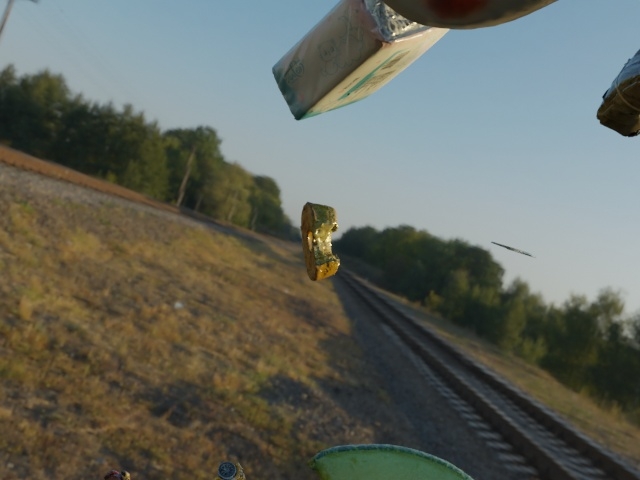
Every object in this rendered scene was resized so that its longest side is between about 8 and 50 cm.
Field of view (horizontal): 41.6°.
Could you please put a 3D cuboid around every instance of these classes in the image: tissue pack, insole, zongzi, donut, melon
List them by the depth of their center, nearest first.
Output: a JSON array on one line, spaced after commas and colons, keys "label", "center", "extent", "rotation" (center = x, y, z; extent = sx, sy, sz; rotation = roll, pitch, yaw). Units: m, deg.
[{"label": "donut", "center": [0.000, 0.000, 1.148], "extent": [0.043, 0.108, 0.097], "rotation": [-2, 9, -11]}, {"label": "zongzi", "center": [0.495, -0.259, 1.219], "extent": [0.081, 0.189, 0.178], "rotation": [34, -23, 5]}, {"label": "tissue pack", "center": [0.066, -0.318, 1.381], "extent": [0.271, 0.201, 0.124], "rotation": [-30, -90, 51]}, {"label": "insole", "center": [0.326, 0.016, 1.406], "extent": [0.065, 0.004, 0.197], "rotation": [19, 3, 24]}, {"label": "melon", "center": [0.138, 0.497, 1.479], "extent": [0.331, 0.226, 0.343], "rotation": [5, -23, 4]}]

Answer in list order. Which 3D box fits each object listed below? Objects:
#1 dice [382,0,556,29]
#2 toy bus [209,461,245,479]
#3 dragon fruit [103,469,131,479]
[{"label": "dice", "center": [0.190, -0.458, 0.989], "extent": [0.304, 0.304, 0.277], "rotation": [-16, -37, 40]}, {"label": "toy bus", "center": [-0.176, 0.410, 1.281], "extent": [0.074, 0.162, 0.069], "rotation": [46, -33, 27]}, {"label": "dragon fruit", "center": [-0.403, 0.532, 1.727], "extent": [0.068, 0.126, 0.112], "rotation": [9, -12, -42]}]
